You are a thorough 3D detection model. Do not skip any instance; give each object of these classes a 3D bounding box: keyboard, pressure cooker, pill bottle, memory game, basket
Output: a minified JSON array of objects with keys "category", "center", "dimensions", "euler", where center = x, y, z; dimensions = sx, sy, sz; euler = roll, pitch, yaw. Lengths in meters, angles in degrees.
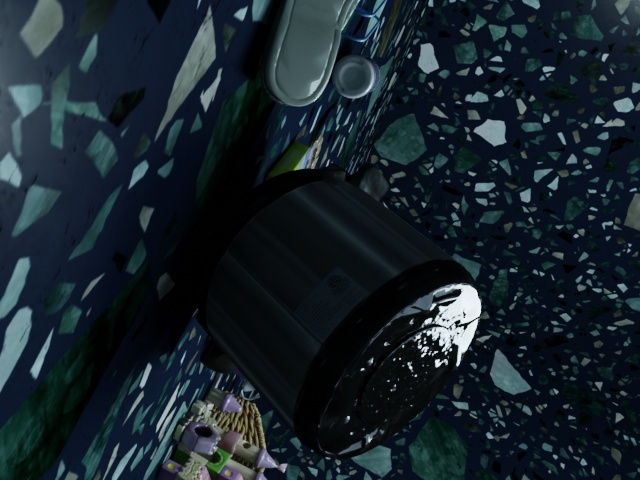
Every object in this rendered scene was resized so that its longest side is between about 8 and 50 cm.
[{"category":"keyboard","center":[-0.270,0.359,1.831],"dimensions":[0.072,0.014,0.256],"euler":[-49,163,-74]},{"category":"pressure cooker","center":[0.004,0.084,1.108],"dimensions":[0.369,0.420,0.376],"euler":[-22,137,-35]},{"category":"pill bottle","center":[0.086,-0.377,1.548],"dimensions":[0.169,0.094,0.094],"euler":[-52,166,-71]},{"category":"memory game","center":[-0.035,-0.182,1.705],"dimensions":[0.186,0.012,0.186],"euler":[24,90,-85]},{"category":"basket","center":[-0.259,0.636,2.111],"dimensions":[0.213,0.223,0.299],"euler":[-60,172,-51]}]

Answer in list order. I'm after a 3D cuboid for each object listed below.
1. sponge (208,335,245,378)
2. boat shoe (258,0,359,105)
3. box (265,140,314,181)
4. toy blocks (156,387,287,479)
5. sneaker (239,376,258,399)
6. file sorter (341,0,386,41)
[{"category":"sponge","center":[-0.193,0.261,1.530],"dimensions":[0.031,0.117,0.210],"euler":[-62,175,-25]},{"category":"boat shoe","center":[0.000,-0.331,0.889],"dimensions":[0.320,0.116,0.099],"euler":[-68,-157,3]},{"category":"box","center":[-0.072,-0.125,1.375],"dimensions":[0.178,0.042,0.109],"euler":[-60,174,-53]},{"category":"toy blocks","center":[-0.233,0.565,1.693],"dimensions":[0.309,0.260,0.288],"euler":[-67,172,20]},{"category":"sneaker","center":[-0.147,0.242,1.804],"dimensions":[0.137,0.210,0.366],"euler":[118,-40,-77]},{"category":"file sorter","center":[0.056,-0.403,1.002],"dimensions":[0.118,0.104,0.170],"euler":[-61,174,-48]}]
